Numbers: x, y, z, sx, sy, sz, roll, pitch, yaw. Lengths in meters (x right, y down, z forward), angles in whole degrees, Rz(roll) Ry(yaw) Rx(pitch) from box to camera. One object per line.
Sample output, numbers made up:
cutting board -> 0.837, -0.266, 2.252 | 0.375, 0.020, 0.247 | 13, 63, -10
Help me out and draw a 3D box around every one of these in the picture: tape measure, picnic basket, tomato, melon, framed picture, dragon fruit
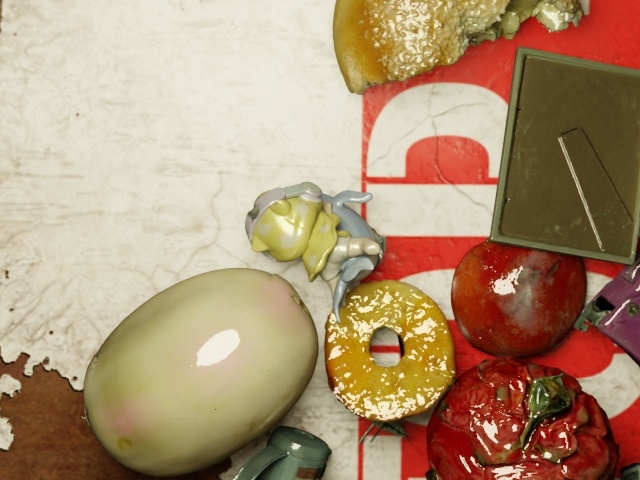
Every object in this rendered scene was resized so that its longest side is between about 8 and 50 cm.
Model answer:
tape measure -> 0.493, 0.102, 1.514 | 0.231, 0.149, 0.245 | 39, 96, -5
picnic basket -> 0.083, 0.241, 1.567 | 0.083, 0.065, 0.083 | -45, 96, -12
tomato -> 0.269, 0.073, 1.530 | 0.189, 0.099, 0.173 | -18, 96, -1
melon -> -0.153, 0.165, 1.470 | 0.317, 0.223, 0.223 | -33, 97, 6
framed picture -> 0.328, -0.109, 1.509 | 0.192, 0.018, 0.265 | 11, 78, -2
dragon fruit -> 0.258, 0.284, 1.490 | 0.244, 0.244, 0.298 | -24, 117, 2

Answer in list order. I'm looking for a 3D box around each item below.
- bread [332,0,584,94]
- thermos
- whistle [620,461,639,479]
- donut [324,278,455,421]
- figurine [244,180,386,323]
bread -> 0.158, -0.314, 1.443 | 0.314, 0.171, 0.192 | -17, 101, 0
thermos -> -0.080, 0.385, 1.529 | 0.145, 0.182, 0.286 | 23, 98, 35
whistle -> 0.550, 0.382, 1.552 | 0.290, 0.163, 0.163 | 4, 97, -1
donut -> 0.089, 0.150, 1.525 | 0.174, 0.074, 0.190 | -23, 68, -2
figurine -> 0.000, 0.000, 1.479 | 0.184, 0.208, 0.128 | 9, 124, -31
